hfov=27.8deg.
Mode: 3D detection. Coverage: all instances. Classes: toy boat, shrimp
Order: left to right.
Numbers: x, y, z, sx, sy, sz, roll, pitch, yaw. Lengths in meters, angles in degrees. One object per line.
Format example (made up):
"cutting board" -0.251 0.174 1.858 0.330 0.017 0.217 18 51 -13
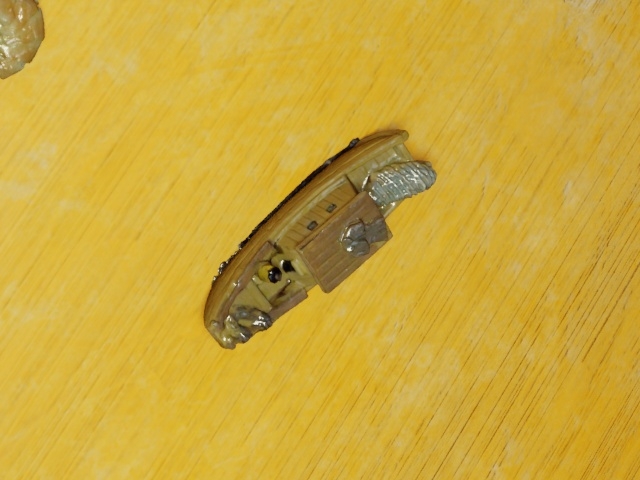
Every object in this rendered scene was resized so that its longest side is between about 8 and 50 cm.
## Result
"shrimp" -0.354 -0.206 1.243 0.180 0.041 0.099 2 111 -30
"toy boat" 0.000 0.000 1.415 0.321 0.121 0.089 -43 120 -17
